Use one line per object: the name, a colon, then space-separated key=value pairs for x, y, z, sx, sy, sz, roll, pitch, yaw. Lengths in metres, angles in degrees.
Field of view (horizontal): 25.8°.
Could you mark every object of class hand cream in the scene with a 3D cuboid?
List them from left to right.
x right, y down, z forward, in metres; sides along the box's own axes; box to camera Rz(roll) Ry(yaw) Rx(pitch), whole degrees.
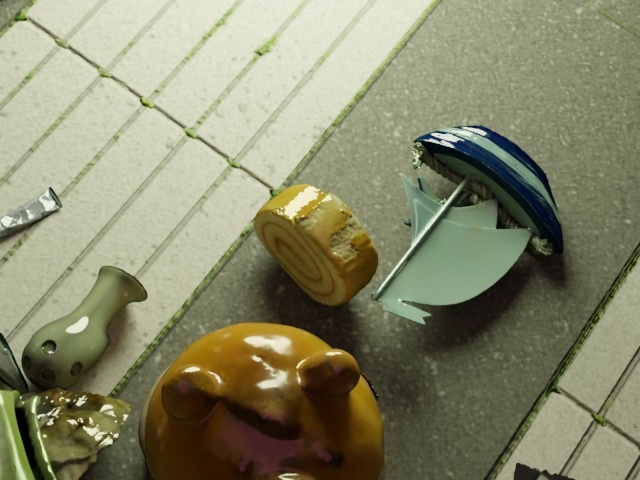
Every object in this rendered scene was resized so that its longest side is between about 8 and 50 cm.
hand cream: x=-0.348 y=-0.030 z=1.637 sx=0.093 sy=0.019 sz=0.030 roll=-31 pitch=72 yaw=-27

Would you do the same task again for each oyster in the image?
oyster: x=-0.321 y=0.201 z=1.472 sx=0.232 sy=0.161 sz=0.107 roll=-12 pitch=99 yaw=5

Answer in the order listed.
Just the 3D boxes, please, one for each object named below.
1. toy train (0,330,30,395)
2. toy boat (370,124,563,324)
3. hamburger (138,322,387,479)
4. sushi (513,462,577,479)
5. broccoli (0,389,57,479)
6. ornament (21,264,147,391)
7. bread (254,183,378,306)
toy train: x=-0.402 y=0.078 z=1.556 sx=0.048 sy=0.055 sz=0.252 roll=-29 pitch=73 yaw=-20
toy boat: x=0.155 y=-0.030 z=1.670 sx=0.291 sy=0.070 sz=0.210 roll=-25 pitch=74 yaw=-25
hamburger: x=-0.055 y=0.207 z=1.456 sx=0.276 sy=0.237 sz=0.276 roll=2 pitch=66 yaw=-5
sushi: x=0.339 y=0.397 z=1.532 sx=0.290 sy=0.050 sz=0.264 roll=14 pitch=65 yaw=-2
broccoli: x=-0.313 y=0.303 z=1.258 sx=0.375 sy=0.249 sz=0.302 roll=18 pitch=19 yaw=-39
ornament: x=-0.266 y=0.104 z=1.558 sx=0.075 sy=0.081 sz=0.156 roll=9 pitch=52 yaw=43
bread: x=0.000 y=0.000 z=1.615 sx=0.073 sy=0.122 sz=0.149 roll=-40 pitch=87 yaw=-28
